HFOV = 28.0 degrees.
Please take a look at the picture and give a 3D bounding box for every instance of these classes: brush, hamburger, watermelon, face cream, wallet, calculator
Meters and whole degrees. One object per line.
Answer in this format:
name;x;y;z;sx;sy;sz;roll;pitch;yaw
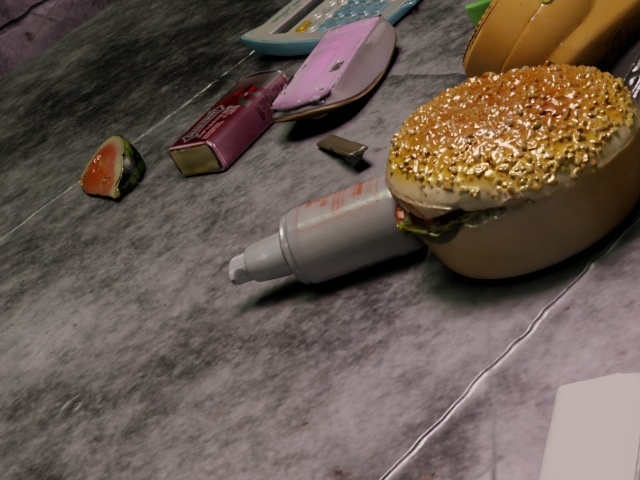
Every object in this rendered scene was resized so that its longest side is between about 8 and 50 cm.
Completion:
brush;0.034;-0.133;1.905;0.034;0.028;0.190;-29;16;-9
hamburger;0.216;-0.090;1.430;0.302;0.170;0.302;-23;25;12
watermelon;-0.381;-0.129;2.325;0.119;0.063;0.245;-48;28;-9
face cream;0.000;0.000;1.580;0.251;0.101;0.101;-19;26;22
wallet;0.227;0.178;1.060;0.095;0.033;0.190;-13;29;29
calculator;0.039;-0.434;2.458;0.386;0.054;0.256;1;38;47

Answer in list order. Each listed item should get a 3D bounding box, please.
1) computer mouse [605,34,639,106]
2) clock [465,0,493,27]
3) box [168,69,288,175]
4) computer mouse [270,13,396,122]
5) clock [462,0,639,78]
computer mouse;0.425;-0.215;1.555;0.269;0.086;0.137;-42;26;-23
clock;0.354;-0.426;1.941;0.219;0.106;0.255;-13;45;32
box;-0.149;-0.199;2.183;0.120;0.069;0.224;-3;36;44
computer mouse;0.026;-0.275;2.131;0.158;0.072;0.310;-12;29;31
clock;0.328;-0.303;1.644;0.317;0.200;0.244;-48;-14;-7
